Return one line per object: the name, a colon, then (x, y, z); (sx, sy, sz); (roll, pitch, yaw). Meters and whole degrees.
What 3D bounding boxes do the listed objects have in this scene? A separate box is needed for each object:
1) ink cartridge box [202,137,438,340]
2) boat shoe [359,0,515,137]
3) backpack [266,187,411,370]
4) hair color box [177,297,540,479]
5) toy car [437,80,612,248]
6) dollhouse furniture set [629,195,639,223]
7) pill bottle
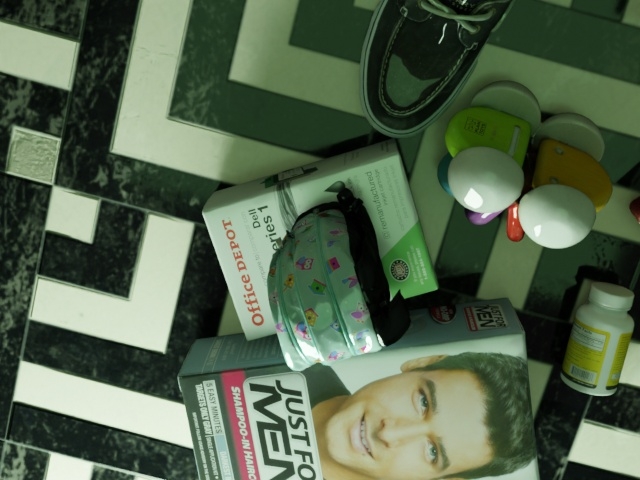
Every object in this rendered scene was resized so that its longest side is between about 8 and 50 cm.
ink cartridge box: (0.000, 0.000, 1.019); (0.219, 0.092, 0.160); (-17, 104, 7)
boat shoe: (0.133, -0.254, 0.928); (0.121, 0.119, 0.335); (24, 105, -4)
backpack: (0.013, 0.050, 0.889); (0.115, 0.182, 0.152); (-24, 104, 8)
hair color box: (0.046, 0.192, 1.060); (0.374, 0.113, 0.186); (-8, 105, 4)
toy car: (0.203, -0.064, 0.980); (0.182, 0.159, 0.136); (26, 142, -5)
dollhouse furniture set: (0.428, -0.127, 0.930); (0.201, 0.152, 0.374); (10, 106, 0)
pill bottle: (0.313, 0.109, 1.048); (0.065, 0.065, 0.116); (10, 106, 0)
